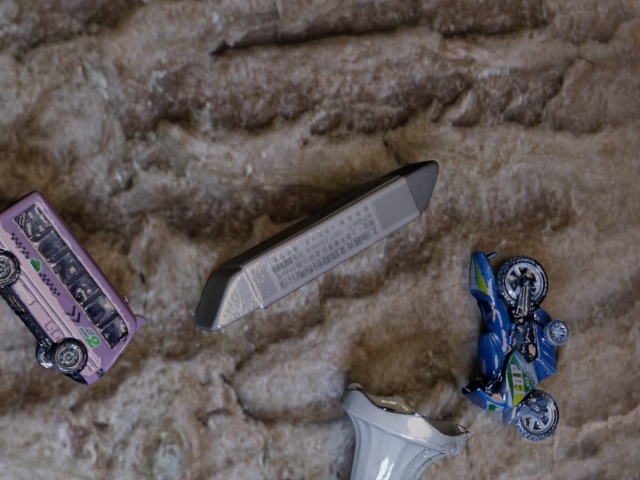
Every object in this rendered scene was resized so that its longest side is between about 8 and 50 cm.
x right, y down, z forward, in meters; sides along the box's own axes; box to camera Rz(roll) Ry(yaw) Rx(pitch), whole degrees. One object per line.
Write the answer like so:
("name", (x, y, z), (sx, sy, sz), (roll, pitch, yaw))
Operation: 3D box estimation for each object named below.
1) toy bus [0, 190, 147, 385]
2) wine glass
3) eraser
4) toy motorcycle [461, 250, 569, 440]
("toy bus", (-0.280, 0.051, 1.004), (0.108, 0.096, 0.199), (-41, 105, -24))
("wine glass", (0.071, 0.286, 1.157), (0.164, 0.165, 0.197), (24, 89, -25))
("eraser", (0.000, 0.000, 1.143), (0.351, 0.089, 0.061), (-29, 100, -22))
("toy motorcycle", (0.248, 0.140, 1.272), (0.135, 0.092, 0.255), (-1, 83, -17))
